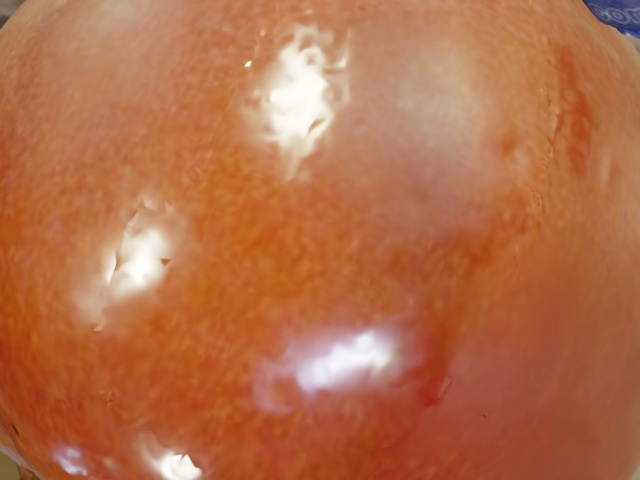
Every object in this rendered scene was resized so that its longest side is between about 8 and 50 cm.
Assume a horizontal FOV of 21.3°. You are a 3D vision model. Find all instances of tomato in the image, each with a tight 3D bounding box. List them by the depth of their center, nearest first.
[{"bbox_3d":[0.000,0.000,0.700,0.321,0.321,0.321,-43,38,47],"label":"tomato"}]

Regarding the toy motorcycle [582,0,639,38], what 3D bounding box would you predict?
[{"bbox_3d":[0.138,-0.054,0.458,0.076,0.205,0.114,-5,54,45],"label":"toy motorcycle"}]
